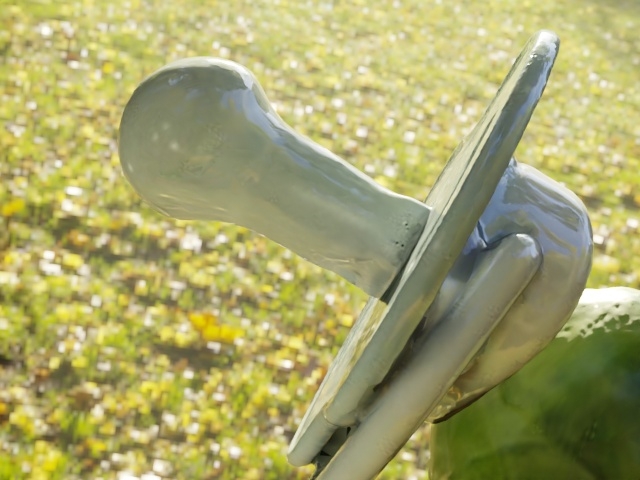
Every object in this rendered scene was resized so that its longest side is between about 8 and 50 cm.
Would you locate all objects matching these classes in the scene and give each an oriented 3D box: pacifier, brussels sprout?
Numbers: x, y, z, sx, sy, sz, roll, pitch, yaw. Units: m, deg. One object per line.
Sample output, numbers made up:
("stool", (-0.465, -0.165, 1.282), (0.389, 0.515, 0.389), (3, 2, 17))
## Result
("pacifier", (0.000, 0.000, 0.633), (0.226, 0.238, 0.287), (32, -16, 4))
("brussels sprout", (0.176, 0.139, 0.855), (0.244, 0.244, 0.244), (10, 23, -4))
